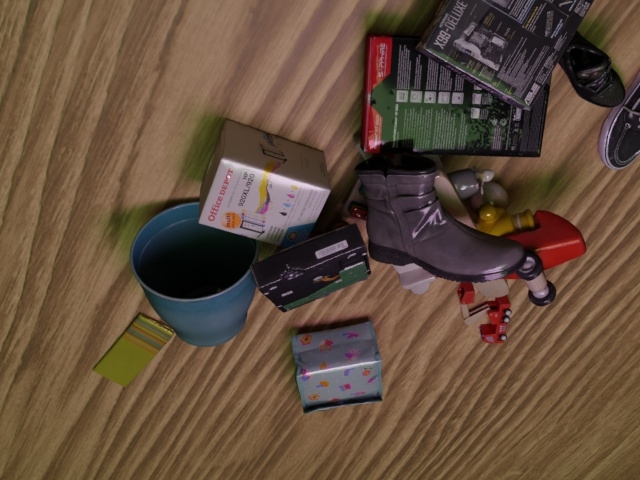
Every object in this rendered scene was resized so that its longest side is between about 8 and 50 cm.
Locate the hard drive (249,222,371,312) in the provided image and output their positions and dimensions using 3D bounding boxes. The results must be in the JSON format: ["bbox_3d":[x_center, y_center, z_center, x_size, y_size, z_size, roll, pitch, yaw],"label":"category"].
[{"bbox_3d":[-0.010,0.067,1.647,0.237,0.064,0.339,-22,164,1],"label":"hard drive"}]

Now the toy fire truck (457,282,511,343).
[{"bbox_3d":[0.416,0.188,1.916,0.135,0.047,0.192,-3,126,-3],"label":"toy fire truck"}]

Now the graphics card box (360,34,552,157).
[{"bbox_3d":[0.269,-0.290,1.507,0.371,0.094,0.232,0,107,-5],"label":"graphics card box"}]

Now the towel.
[{"bbox_3d":[-0.478,0.281,1.911,0.102,0.021,0.237,34,116,-19],"label":"towel"}]

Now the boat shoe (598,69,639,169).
[{"bbox_3d":[0.704,-0.271,1.588,0.113,0.105,0.306,17,121,-16],"label":"boat shoe"}]

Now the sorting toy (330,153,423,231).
[{"bbox_3d":[0.135,-0.091,1.642,0.132,0.046,0.274,16,120,-21],"label":"sorting toy"}]

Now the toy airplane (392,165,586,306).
[{"bbox_3d":[0.339,-0.008,1.669,0.385,0.272,0.386,20,154,-8],"label":"toy airplane"}]

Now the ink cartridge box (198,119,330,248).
[{"bbox_3d":[-0.122,-0.114,1.577,0.233,0.168,0.171,16,122,-16],"label":"ink cartridge box"}]

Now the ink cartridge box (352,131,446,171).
[{"bbox_3d":[0.175,-0.191,1.637,0.146,0.045,0.179,-28,130,12],"label":"ink cartridge box"}]

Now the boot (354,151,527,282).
[{"bbox_3d":[0.222,-0.049,1.439,0.338,0.118,0.222,7,123,27],"label":"boot"}]

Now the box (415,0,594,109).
[{"bbox_3d":[0.358,-0.433,1.388,0.243,0.076,0.307,26,101,-12],"label":"box"}]

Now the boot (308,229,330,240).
[{"bbox_3d":[0.000,0.000,1.739,0.158,0.059,0.084,-32,117,17],"label":"boot"}]

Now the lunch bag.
[{"bbox_3d":[0.046,0.350,1.930,0.224,0.160,0.262,-9,136,-3],"label":"lunch bag"}]

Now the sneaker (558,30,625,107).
[{"bbox_3d":[0.555,-0.330,1.520,0.087,0.130,0.227,-38,122,21],"label":"sneaker"}]

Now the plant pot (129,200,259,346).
[{"bbox_3d":[-0.262,0.096,1.671,0.272,0.271,0.255,-5,140,-2],"label":"plant pot"}]
